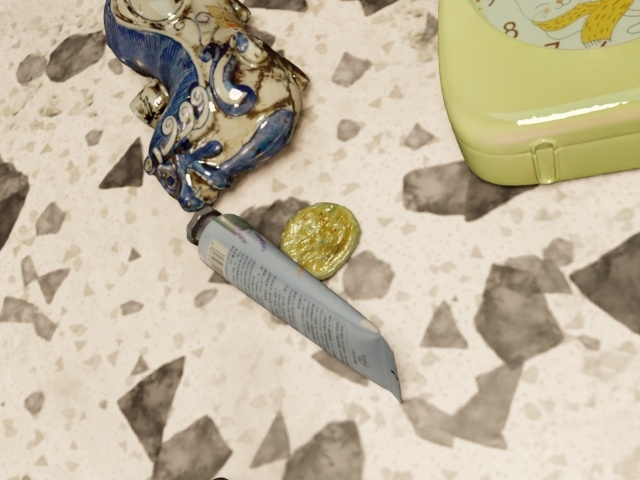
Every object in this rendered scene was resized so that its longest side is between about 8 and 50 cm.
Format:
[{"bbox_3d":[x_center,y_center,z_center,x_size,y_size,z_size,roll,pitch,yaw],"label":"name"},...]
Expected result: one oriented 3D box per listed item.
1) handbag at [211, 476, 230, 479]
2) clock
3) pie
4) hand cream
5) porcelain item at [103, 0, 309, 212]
[{"bbox_3d":[-0.112,0.350,0.617,0.275,0.088,0.244,-41,53,-4],"label":"handbag"},{"bbox_3d":[0.252,-0.233,0.750,0.286,0.117,0.348,-9,63,16],"label":"clock"},{"bbox_3d":[0.000,-0.002,0.788,0.084,0.021,0.084,-9,65,20],"label":"pie"},{"bbox_3d":[-0.026,0.050,0.745,0.058,0.091,0.271,-39,53,-24],"label":"hand cream"},{"bbox_3d":[-0.139,-0.174,0.867,0.186,0.138,0.288,-47,63,15],"label":"porcelain item"}]
